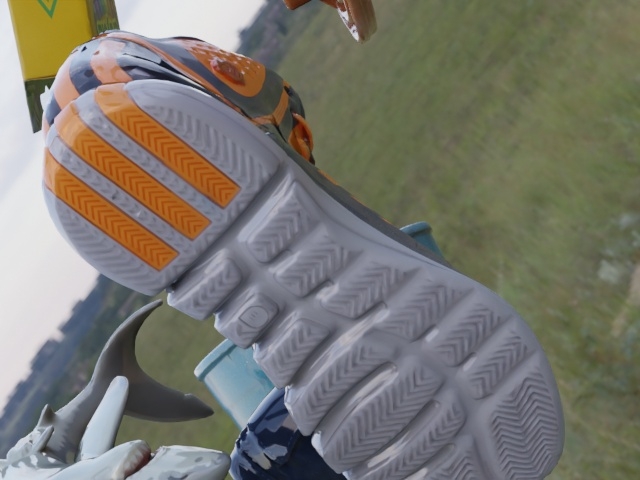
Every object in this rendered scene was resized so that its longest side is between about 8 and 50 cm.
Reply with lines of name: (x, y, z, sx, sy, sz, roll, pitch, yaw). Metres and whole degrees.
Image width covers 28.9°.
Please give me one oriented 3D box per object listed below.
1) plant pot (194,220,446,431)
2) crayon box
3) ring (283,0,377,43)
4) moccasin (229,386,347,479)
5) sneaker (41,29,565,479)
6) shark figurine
plant pot: (0.059, 0.162, 1.192, 0.271, 0.255, 0.272, -32, -9, -6)
crayon box: (-0.274, -0.286, 1.300, 0.083, 0.323, 0.203, -8, 11, 0)
ring: (-0.066, -0.223, 0.475, 0.032, 0.337, 0.336, -28, 7, 3)
moccasin: (0.085, 0.195, 0.797, 0.117, 0.342, 0.138, -44, 15, 12)
sneaker: (0.000, 0.000, 0.641, 0.124, 0.321, 0.180, -40, 26, 13)
shark figurine: (-0.115, 0.140, 0.641, 0.166, 0.116, 0.278, -34, 12, -4)
